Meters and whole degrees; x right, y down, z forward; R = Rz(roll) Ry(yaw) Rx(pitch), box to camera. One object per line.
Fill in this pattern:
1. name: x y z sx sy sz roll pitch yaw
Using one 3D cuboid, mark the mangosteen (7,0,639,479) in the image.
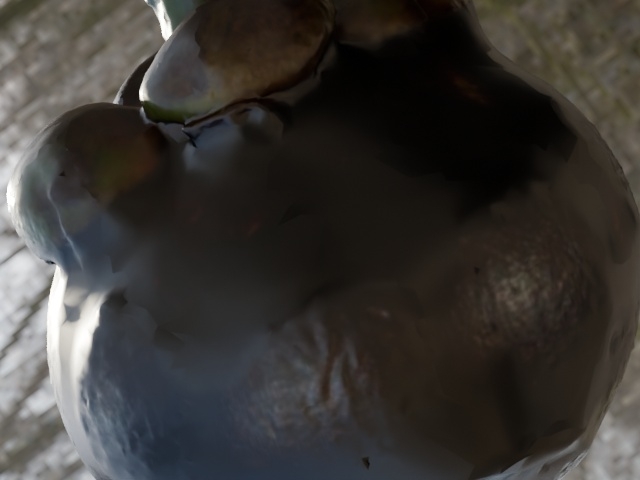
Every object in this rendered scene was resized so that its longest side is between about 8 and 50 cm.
1. mangosteen: 0.002 0.003 0.871 0.288 0.287 0.233 58 -173 24
